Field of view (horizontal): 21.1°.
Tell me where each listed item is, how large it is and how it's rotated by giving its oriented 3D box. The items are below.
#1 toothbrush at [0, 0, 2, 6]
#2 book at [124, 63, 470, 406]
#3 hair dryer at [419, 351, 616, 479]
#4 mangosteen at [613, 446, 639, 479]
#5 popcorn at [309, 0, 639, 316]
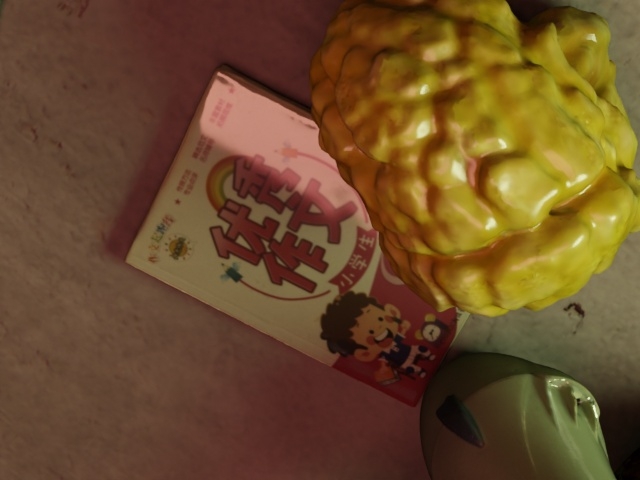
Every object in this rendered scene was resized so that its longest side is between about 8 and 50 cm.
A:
[{"bbox_3d":[-0.248,-0.095,1.174,0.030,0.030,0.297,31,117,24],"label":"toothbrush"},{"bbox_3d":[0.000,0.000,1.176,0.232,0.022,0.162,27,112,-3],"label":"book"},{"bbox_3d":[0.105,0.210,1.053,0.119,0.296,0.298,33,77,-20],"label":"hair dryer"},{"bbox_3d":[0.300,0.244,1.126,0.289,0.231,0.231,38,113,-23],"label":"mangosteen"},{"bbox_3d":[0.104,-0.073,1.047,0.203,0.226,0.200,-31,123,-15],"label":"popcorn"}]
